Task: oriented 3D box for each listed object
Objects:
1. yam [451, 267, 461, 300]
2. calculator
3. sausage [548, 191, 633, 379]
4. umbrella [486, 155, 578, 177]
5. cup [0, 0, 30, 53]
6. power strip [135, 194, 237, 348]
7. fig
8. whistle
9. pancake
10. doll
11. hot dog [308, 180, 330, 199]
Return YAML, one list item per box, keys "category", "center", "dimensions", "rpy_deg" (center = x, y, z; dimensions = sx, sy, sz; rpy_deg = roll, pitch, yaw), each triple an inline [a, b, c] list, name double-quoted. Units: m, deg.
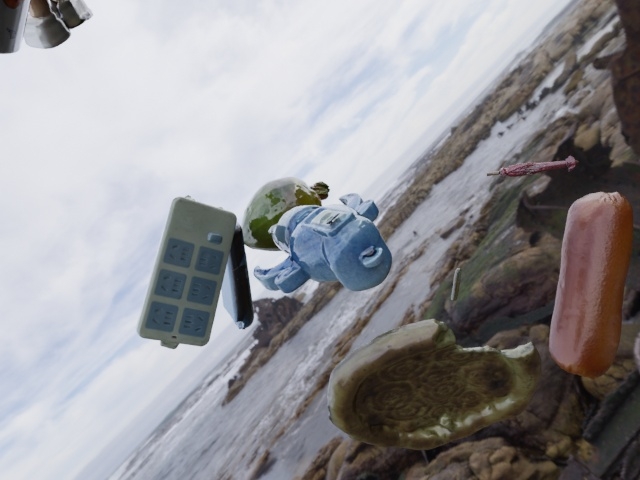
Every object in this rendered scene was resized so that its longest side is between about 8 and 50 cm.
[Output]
- category: "yam"
  center: [0.431, 0.140, 1.283]
  dimensions: [0.021, 0.021, 0.115]
  rpy_deg: [-44, -41, -56]
- category: "calculator"
  center: [-0.214, 0.074, 0.988]
  dimensions: [0.051, 0.292, 0.173]
  rpy_deg: [-10, 11, -22]
- category: "sausage"
  center: [0.428, 0.069, 0.643]
  dimensions: [0.089, 0.084, 0.299]
  rpy_deg: [-173, 89, -69]
- category: "umbrella"
  center: [0.419, -0.143, 0.806]
  dimensions: [0.025, 0.166, 0.027]
  rpy_deg: [62, -152, -50]
- category: "cup"
  center: [-0.524, -0.473, 0.582]
  dimensions: [0.317, 0.212, 0.212]
  rpy_deg: [-55, -5, 23]
- category: "power strip"
  center: [-0.227, 0.051, 0.703]
  dimensions: [0.046, 0.118, 0.270]
  rpy_deg: [-21, 56, 62]
- category: "fig"
  center: [-0.106, -0.071, 1.094]
  dimensions: [0.230, 0.207, 0.207]
  rpy_deg: [-5, 12, 16]
- category: "whistle"
  center: [0.000, 0.000, 0.512]
  dimensions: [0.180, 0.093, 0.269]
  rpy_deg: [-41, 20, -13]
- category: "pancake"
  center: [0.119, 0.164, 0.430]
  dimensions: [0.029, 0.236, 0.211]
  rpy_deg: [-100, 23, -53]
- category: "doll"
  center: [-0.602, -0.623, 0.826]
  dimensions: [0.348, 0.162, 0.422]
  rpy_deg: [-106, 13, -67]
- category: "hot dog"
  center: [-0.006, -0.148, 1.220]
  dimensions: [0.041, 0.056, 0.133]
  rpy_deg: [-35, -7, 28]
